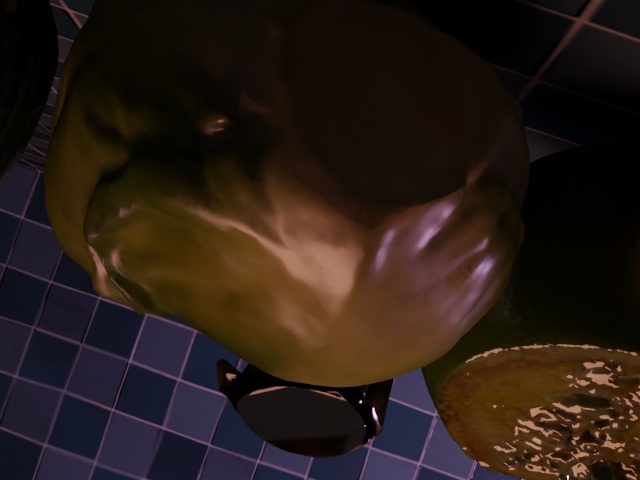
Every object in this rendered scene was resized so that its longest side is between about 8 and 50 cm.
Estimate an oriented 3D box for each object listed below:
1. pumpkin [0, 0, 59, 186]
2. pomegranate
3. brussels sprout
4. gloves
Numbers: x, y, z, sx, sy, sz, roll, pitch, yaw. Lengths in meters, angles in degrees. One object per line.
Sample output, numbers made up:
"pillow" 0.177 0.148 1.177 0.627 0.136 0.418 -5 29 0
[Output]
"pumpkin" -0.297 -0.109 0.811 0.197 0.263 0.293 15 178 -31
"pomegranate" 0.227 0.028 0.740 0.309 0.216 0.358 15 144 7
"brussels sprout" -0.017 -0.042 0.637 0.259 0.227 0.294 24 163 -20
"gloves" 0.016 0.003 0.851 0.141 0.331 0.154 2 138 8
